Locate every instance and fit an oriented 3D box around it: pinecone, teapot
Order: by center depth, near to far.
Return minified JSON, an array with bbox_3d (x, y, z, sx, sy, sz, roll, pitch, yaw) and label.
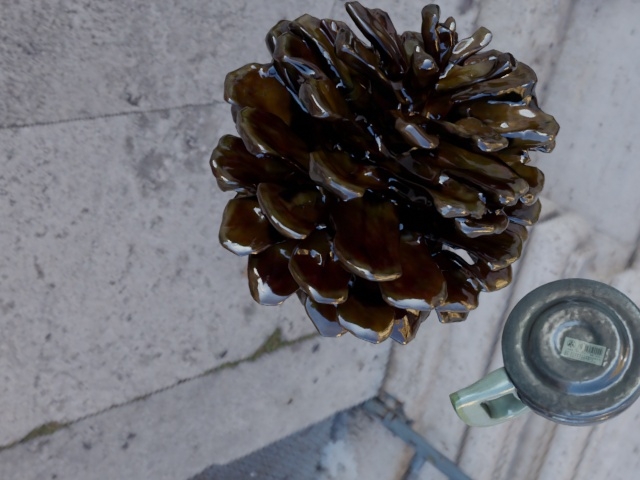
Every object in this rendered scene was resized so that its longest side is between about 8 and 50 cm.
[{"bbox_3d":[0.068,-0.093,0.959,0.398,0.398,0.397,-31,137,-34],"label":"pinecone"},{"bbox_3d":[0.410,0.243,1.480,0.321,0.239,0.239,-48,152,-11],"label":"teapot"}]
